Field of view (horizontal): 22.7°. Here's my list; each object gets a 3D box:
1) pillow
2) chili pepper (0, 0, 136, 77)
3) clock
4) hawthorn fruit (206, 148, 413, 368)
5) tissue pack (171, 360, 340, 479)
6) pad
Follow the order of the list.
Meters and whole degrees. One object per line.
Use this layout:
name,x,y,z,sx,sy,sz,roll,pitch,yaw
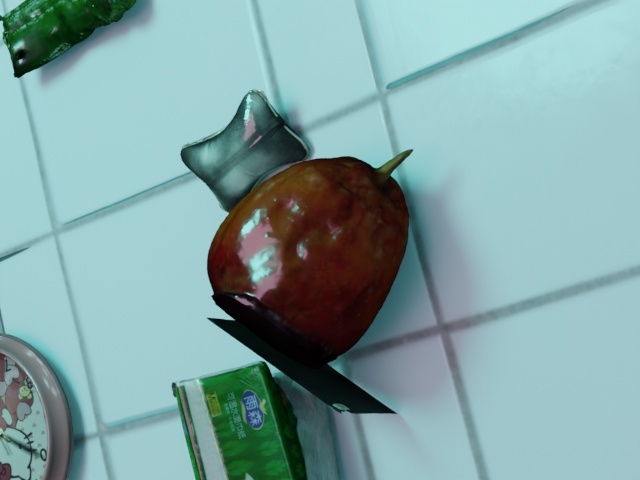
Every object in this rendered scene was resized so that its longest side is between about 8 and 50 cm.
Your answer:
pillow,-0.083,-0.093,1.709,0.136,0.055,0.091,-35,73,34
chili pepper,-0.300,-0.263,1.864,0.224,0.061,0.098,-22,64,38
clock,-0.393,0.235,1.948,0.244,0.056,0.244,0,90,34
hawthorn fruit,0.000,0.000,1.573,0.189,0.189,0.251,43,106,28
tissue pack,-0.055,0.235,1.650,0.156,0.148,0.209,-14,79,-4
pad,-0.019,0.128,1.630,0.193,0.116,0.004,32,101,32
